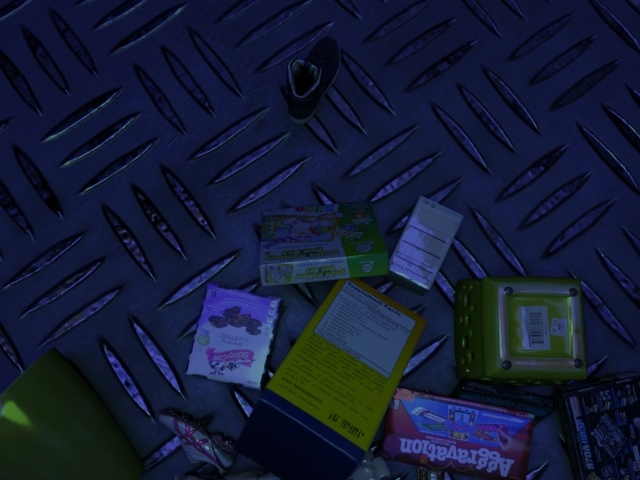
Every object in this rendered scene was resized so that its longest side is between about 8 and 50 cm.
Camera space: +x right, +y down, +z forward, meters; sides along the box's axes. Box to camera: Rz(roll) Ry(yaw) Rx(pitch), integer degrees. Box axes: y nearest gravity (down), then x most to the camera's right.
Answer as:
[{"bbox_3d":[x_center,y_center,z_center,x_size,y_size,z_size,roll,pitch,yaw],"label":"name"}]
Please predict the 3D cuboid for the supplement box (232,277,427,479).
[{"bbox_3d":[0.027,0.263,1.137,0.194,0.195,0.356,32,44,6],"label":"supplement box"}]

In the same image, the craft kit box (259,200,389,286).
[{"bbox_3d":[0.000,0.000,1.266,0.250,0.246,0.060,-6,121,-2],"label":"craft kit box"}]

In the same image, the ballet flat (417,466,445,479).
[{"bbox_3d":[0.228,0.454,1.244,0.073,0.067,0.206,-4,78,0],"label":"ballet flat"}]

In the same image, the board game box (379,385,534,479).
[{"bbox_3d":[0.268,0.385,1.203,0.282,0.027,0.145,9,84,7],"label":"board game box"}]

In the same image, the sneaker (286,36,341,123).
[{"bbox_3d":[-0.011,-0.393,1.380,0.086,0.163,0.226,20,77,6],"label":"sneaker"}]

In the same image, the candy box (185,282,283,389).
[{"bbox_3d":[-0.179,0.205,1.296,0.165,0.070,0.196,11,78,2],"label":"candy box"}]

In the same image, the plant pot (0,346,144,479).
[{"bbox_3d":[-0.498,0.405,1.174,0.293,0.275,0.274,42,81,-7],"label":"plant pot"}]

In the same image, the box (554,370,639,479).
[{"bbox_3d":[0.592,0.393,1.244,0.175,0.051,0.220,-13,89,-1],"label":"box"}]

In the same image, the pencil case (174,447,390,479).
[{"bbox_3d":[-0.070,0.502,1.175,0.411,0.183,0.159,-8,48,-1],"label":"pencil case"}]

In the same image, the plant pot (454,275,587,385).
[{"bbox_3d":[0.406,0.180,1.234,0.227,0.207,0.228,2,79,0],"label":"plant pot"}]

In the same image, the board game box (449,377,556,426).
[{"bbox_3d":[0.364,0.332,1.242,0.186,0.126,0.026,12,56,3],"label":"board game box"}]

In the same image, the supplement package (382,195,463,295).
[{"bbox_3d":[0.218,0.014,1.320,0.105,0.105,0.179,26,80,5],"label":"supplement package"}]

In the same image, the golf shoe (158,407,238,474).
[{"bbox_3d":[-0.260,0.413,1.253,0.186,0.067,0.086,30,81,6],"label":"golf shoe"}]
